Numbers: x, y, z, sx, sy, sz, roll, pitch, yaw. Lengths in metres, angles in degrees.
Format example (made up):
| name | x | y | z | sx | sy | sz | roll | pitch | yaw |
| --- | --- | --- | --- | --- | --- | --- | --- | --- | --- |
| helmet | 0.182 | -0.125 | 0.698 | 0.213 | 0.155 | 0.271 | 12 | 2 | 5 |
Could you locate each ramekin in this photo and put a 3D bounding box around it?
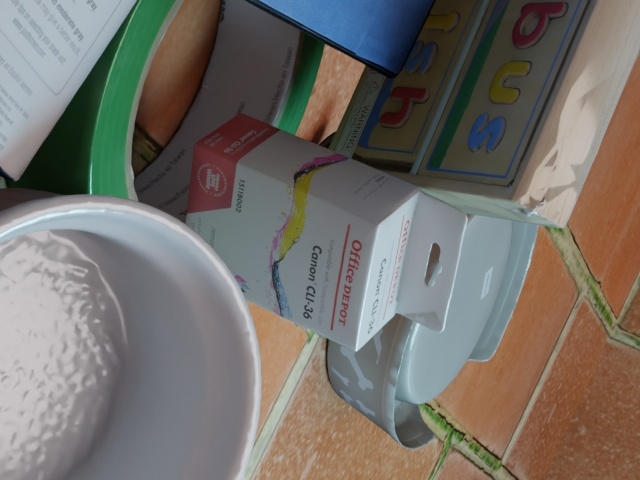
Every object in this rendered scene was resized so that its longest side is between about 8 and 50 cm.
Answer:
| name | x | y | z | sx | sy | sz | roll | pitch | yaw |
| --- | --- | --- | --- | --- | --- | --- | --- | --- | --- |
| ramekin | -0.187 | 0.097 | 1.127 | 0.277 | 0.135 | 0.277 | -10 | 107 | -35 |

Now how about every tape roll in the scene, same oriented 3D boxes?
| name | x | y | z | sx | sy | sz | roll | pitch | yaw |
| --- | --- | --- | --- | --- | --- | --- | --- | --- | --- |
| tape roll | -0.103 | -0.126 | 1.310 | 0.321 | 0.077 | 0.321 | -48 | 151 | -38 |

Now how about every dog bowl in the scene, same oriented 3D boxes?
| name | x | y | z | sx | sy | sz | roll | pitch | yaw |
| --- | --- | --- | --- | --- | --- | --- | --- | --- | --- |
| dog bowl | 0.126 | 0.055 | 1.989 | 0.349 | 0.102 | 0.349 | -50 | 154 | -36 |

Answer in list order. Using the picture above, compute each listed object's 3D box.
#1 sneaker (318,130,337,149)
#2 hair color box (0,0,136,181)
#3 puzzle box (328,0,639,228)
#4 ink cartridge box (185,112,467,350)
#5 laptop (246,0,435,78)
| name | x | y | z | sx | sy | sz | roll | pitch | yaw |
| --- | --- | --- | --- | --- | --- | --- | --- | --- | --- |
| sneaker | -0.013 | -0.034 | 1.622 | 0.188 | 0.067 | 0.078 | -50 | 159 | -29 |
| hair color box | -0.149 | -0.226 | 1.026 | 0.347 | 0.105 | 0.174 | -58 | 161 | -10 |
| puzzle box | 0.160 | -0.212 | 1.330 | 0.052 | 0.272 | 0.409 | 27 | 82 | -30 |
| ink cartridge box | 0.000 | 0.000 | 1.302 | 0.067 | 0.198 | 0.115 | -40 | 146 | -49 |
| laptop | 0.130 | -0.294 | 1.053 | 0.382 | 0.408 | 0.236 | 18 | 64 | -60 |
